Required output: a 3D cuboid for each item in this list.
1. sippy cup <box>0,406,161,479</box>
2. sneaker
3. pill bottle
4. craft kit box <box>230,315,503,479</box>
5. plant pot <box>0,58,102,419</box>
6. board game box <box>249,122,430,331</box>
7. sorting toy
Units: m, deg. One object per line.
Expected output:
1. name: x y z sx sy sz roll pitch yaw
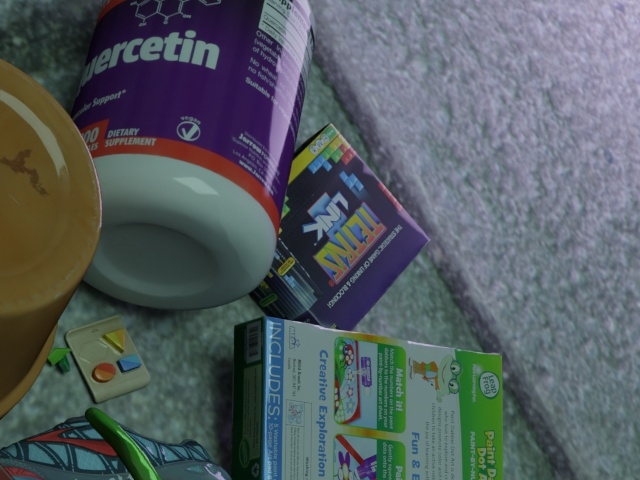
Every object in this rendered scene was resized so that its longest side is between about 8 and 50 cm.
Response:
1. sippy cup: -0.258 0.228 1.252 0.305 0.240 0.224 -25 74 -46
2. sneaker: -0.186 0.186 1.445 0.262 0.104 0.125 10 31 -25
3. pill bottle: -0.104 -0.116 1.592 0.181 0.181 0.323 27 52 -25
4. craft kit box: 0.041 0.200 1.596 0.246 0.061 0.250 11 72 -31
5. plant pot: -0.287 -0.006 1.373 0.291 0.203 0.291 18 57 -29
6. board game box: 0.000 0.000 1.704 0.141 0.048 0.170 48 47 -6
7. sorting toy: -0.175 0.095 1.539 0.083 0.012 0.062 -17 79 -43
